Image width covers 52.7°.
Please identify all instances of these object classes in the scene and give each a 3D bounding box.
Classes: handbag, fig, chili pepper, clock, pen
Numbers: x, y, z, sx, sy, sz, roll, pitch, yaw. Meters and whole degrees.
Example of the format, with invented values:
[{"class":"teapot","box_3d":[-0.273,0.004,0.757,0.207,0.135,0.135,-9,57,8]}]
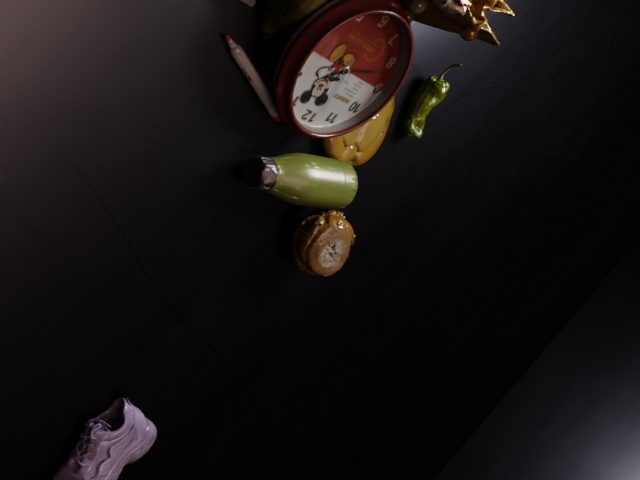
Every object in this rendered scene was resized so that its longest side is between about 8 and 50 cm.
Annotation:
[{"class":"handbag","box_3d":[0.175,-0.507,1.220,0.401,0.283,0.133,15,106,-50]},{"class":"fig","box_3d":[-0.051,-0.460,1.177,0.133,0.185,0.126,33,57,-13]},{"class":"chili pepper","box_3d":[0.268,-0.349,1.578,0.204,0.073,0.072,-59,159,19]},{"class":"clock","box_3d":[0.045,-0.341,1.278,0.319,0.080,0.318,-27,150,-18]},{"class":"pen","box_3d":[-0.127,-0.309,1.238,0.026,0.026,0.218,-48,139,-12]}]

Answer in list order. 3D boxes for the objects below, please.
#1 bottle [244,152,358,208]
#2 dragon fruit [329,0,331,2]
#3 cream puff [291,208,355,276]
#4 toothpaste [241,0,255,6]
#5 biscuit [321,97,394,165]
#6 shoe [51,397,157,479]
[{"class":"bottle","box_3d":[-0.041,-0.129,1.371,0.260,0.112,0.112,3,111,-44]},{"class":"dragon fruit","box_3d":[0.045,-0.460,1.288,0.097,0.063,0.131,-28,132,-31]},{"class":"cream puff","box_3d":[0.000,0.000,1.491,0.150,0.115,0.165,32,99,-43]},{"class":"toothpaste","box_3d":[-0.211,-0.463,1.033,0.323,0.066,0.100,-2,110,-50]},{"class":"biscuit","box_3d":[0.097,-0.281,1.467,0.203,0.041,0.260,14,108,-47]},{"class":"shoe","box_3d":[-0.458,0.429,1.321,0.245,0.095,0.137,-38,132,-28]}]
